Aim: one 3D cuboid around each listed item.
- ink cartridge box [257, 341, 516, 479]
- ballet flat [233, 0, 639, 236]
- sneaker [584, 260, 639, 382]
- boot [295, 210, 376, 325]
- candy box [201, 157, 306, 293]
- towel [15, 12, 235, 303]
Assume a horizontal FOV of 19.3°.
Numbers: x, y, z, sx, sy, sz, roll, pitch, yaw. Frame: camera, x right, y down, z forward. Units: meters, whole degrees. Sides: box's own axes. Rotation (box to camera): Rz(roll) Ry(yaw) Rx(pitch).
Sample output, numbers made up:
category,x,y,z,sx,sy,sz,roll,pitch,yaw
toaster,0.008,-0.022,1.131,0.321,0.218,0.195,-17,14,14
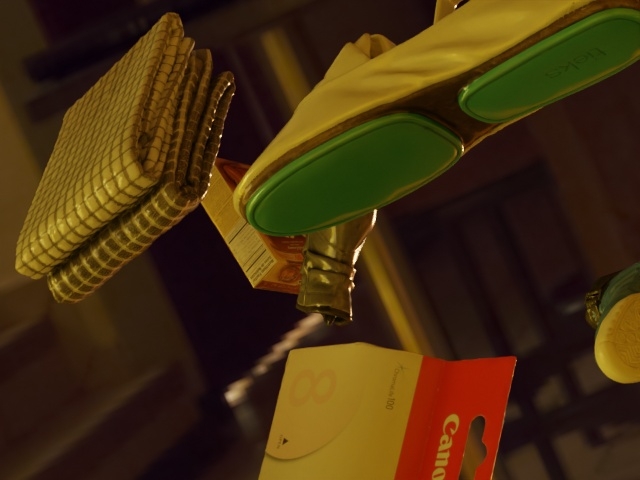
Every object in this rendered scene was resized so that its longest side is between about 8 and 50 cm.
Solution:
category,x,y,z,sx,sy,sz,roll,pitch,yaw
ink cartridge box,0.048,0.181,1.649,0.232,0.066,0.189,-12,56,46
ballet flat,0.095,-0.136,1.548,0.400,0.139,0.139,-28,5,25
sneaker,0.209,0.057,1.270,0.084,0.058,0.152,-37,9,47
boot,0.000,0.000,1.996,0.083,0.161,0.246,14,5,-11
candy box,-0.075,-0.018,2.329,0.109,0.187,0.053,11,-51,-50
towel,-0.218,-0.088,2.138,0.235,0.121,0.284,-39,27,35
